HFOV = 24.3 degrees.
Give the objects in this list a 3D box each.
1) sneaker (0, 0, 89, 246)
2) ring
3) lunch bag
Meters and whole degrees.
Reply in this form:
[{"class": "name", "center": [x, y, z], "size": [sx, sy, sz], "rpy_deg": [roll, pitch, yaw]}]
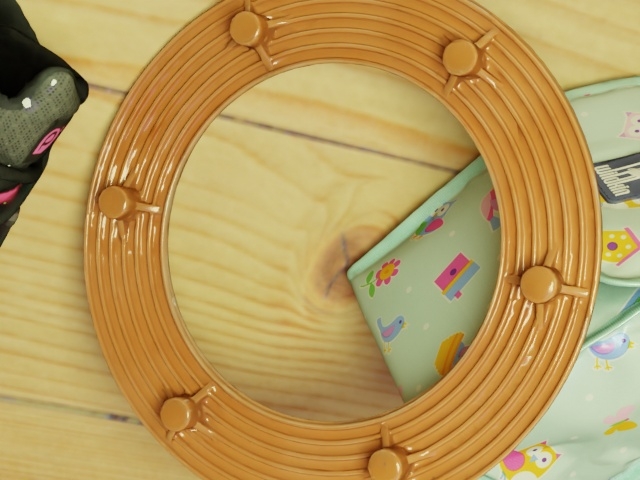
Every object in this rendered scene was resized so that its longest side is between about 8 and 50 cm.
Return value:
[{"class": "sneaker", "center": [-0.237, -0.041, 0.862], "size": [0.202, 0.185, 0.483], "rpy_deg": [0, 120, -9]}, {"class": "ring", "center": [0.000, 0.000, 0.890], "size": [0.336, 0.032, 0.337], "rpy_deg": [-1, 88, 21]}, {"class": "lunch bag", "center": [0.171, 0.028, 0.964], "size": [0.262, 0.223, 0.160], "rpy_deg": [-42, 125, 14]}]
